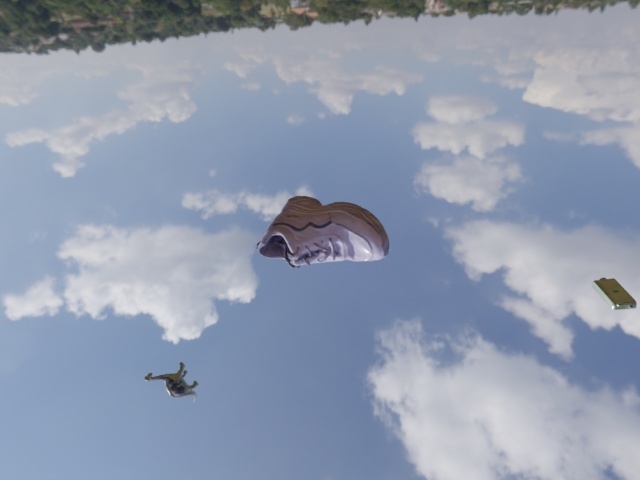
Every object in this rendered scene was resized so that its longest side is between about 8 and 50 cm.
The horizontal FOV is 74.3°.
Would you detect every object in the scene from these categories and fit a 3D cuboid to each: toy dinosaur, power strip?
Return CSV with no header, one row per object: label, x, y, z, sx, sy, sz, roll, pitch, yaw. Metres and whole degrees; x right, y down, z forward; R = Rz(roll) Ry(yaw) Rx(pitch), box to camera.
toy dinosaur,-0.259,0.264,0.790,0.058,0.180,0.037,-45,-132,-15
power strip,0.534,0.097,0.770,0.040,0.016,0.090,-8,-156,11

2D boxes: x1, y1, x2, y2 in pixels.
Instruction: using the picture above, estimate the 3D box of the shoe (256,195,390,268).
shoe,0.000,0.000,0.758,0.244,0.095,0.138,18,-126,34
